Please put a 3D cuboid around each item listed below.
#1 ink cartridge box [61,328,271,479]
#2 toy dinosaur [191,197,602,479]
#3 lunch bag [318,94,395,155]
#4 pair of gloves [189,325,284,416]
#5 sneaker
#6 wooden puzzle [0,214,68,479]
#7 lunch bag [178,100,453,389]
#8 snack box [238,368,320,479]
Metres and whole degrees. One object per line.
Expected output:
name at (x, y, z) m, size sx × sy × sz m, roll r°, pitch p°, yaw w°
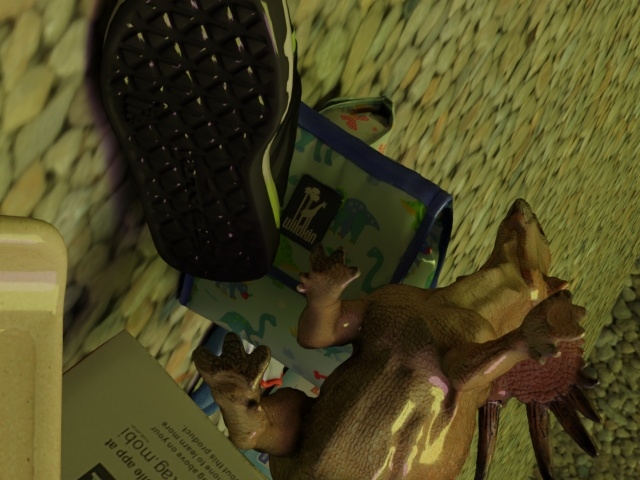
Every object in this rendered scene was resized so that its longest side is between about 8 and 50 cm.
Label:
ink cartridge box at (-0.134, 0.223, 0.627) m, size 0.272 × 0.130 × 0.309 m, roll -37°, pitch 157°, yaw -26°
toy dinosaur at (0.038, 0.099, 0.827) m, size 0.296 × 0.127 × 0.200 m, roll -43°, pitch 152°, yaw -7°
lunch bag at (0.010, -0.046, 1.018) m, size 0.083 × 0.053 × 0.071 m, roll -36°, pitch 151°, yaw -34°
pair of gloves at (-0.024, 0.044, 1.132) m, size 0.159 × 0.023 × 0.198 m, roll -64°, pitch 165°, yaw 15°
sneaker at (-0.051, -0.073, 0.778) m, size 0.234 × 0.084 × 0.097 m, roll 97°, pitch 4°, yaw -57°
wooden puzzle at (-0.164, 0.109, 0.402) m, size 0.221 × 0.044 × 0.238 m, roll 2°, pitch 91°, yaw -32°
lunch bag at (0.000, 0.000, 0.927) m, size 0.096 × 0.129 × 0.151 m, roll -44°, pitch 159°, yaw -45°
snack box at (-0.036, 0.226, 1.360) m, size 0.187 × 0.060 × 0.322 m, roll -51°, pitch 163°, yaw -25°
